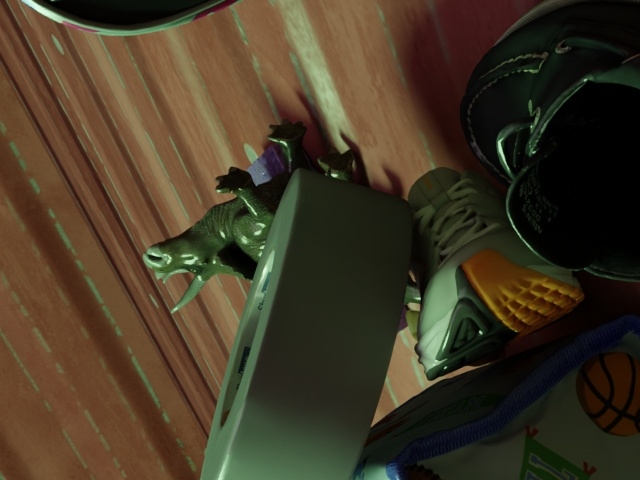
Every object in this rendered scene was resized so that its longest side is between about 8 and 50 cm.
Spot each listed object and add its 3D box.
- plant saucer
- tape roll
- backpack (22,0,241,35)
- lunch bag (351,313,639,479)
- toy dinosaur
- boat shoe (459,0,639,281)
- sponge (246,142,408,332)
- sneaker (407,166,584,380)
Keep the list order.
[{"bbox_3d":[0.104,0.082,0.922,0.083,0.015,0.083,26,166,7],"label":"plant saucer"},{"bbox_3d":[-0.012,0.069,0.708,0.072,0.219,0.219,17,163,-6],"label":"tape roll"},{"bbox_3d":[-0.071,-0.221,0.509,0.191,0.253,0.225,35,153,52],"label":"backpack"},{"bbox_3d":[0.174,0.273,0.764,0.386,0.238,0.328,60,161,6],"label":"lunch bag"},{"bbox_3d":[0.000,0.000,0.986,0.313,0.121,0.160,13,140,19],"label":"toy dinosaur"},{"bbox_3d":[0.139,-0.033,0.507,0.340,0.113,0.127,26,146,60],"label":"boat shoe"},{"bbox_3d":[0.005,0.003,1.095,0.210,0.031,0.117,58,162,0],"label":"sponge"},{"bbox_3d":[0.084,0.009,0.681,0.121,0.099,0.262,63,-176,9],"label":"sneaker"}]
